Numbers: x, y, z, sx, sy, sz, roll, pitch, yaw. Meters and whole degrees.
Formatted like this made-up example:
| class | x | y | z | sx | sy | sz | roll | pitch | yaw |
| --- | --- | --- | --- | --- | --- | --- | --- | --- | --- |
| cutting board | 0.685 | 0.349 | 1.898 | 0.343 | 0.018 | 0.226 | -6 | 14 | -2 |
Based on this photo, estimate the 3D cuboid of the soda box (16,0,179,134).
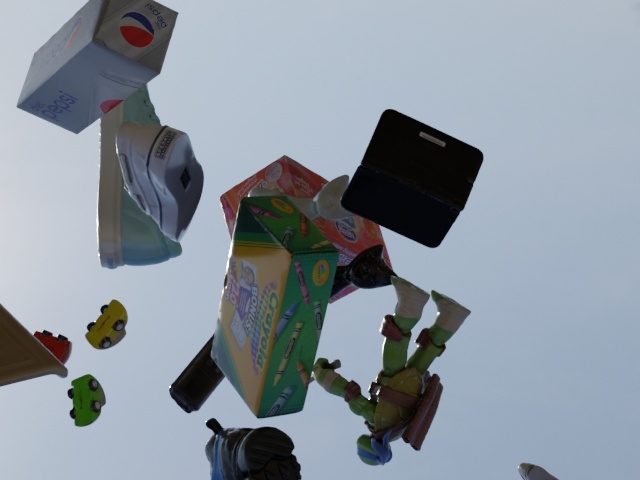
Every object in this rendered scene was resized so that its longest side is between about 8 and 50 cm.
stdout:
| class | x | y | z | sx | sy | sz | roll | pitch | yaw |
| --- | --- | --- | --- | --- | --- | --- | --- | --- | --- |
| soda box | -0.291 | -0.228 | 1.625 | 0.098 | 0.091 | 0.286 | 24 | 157 | -26 |

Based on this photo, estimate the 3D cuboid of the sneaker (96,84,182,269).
| class | x | y | z | sx | sy | sz | roll | pitch | yaw |
| --- | --- | --- | --- | --- | --- | --- | --- | --- | --- |
| sneaker | -0.262 | -0.129 | 1.944 | 0.150 | 0.366 | 0.135 | 0 | 164 | -6 |

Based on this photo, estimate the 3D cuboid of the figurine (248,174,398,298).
| class | x | y | z | sx | sy | sz | roll | pitch | yaw |
| --- | --- | --- | --- | --- | --- | --- | --- | --- | --- |
| figurine | 0.000 | 0.000 | 2.025 | 0.209 | 0.215 | 0.092 | -12 | -155 | 32 |

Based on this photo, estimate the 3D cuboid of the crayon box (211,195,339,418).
| class | x | y | z | sx | sy | sz | roll | pitch | yaw |
| --- | --- | --- | --- | --- | --- | --- | --- | --- | --- |
| crayon box | -0.070 | 0.095 | 1.820 | 0.081 | 0.278 | 0.165 | -4 | -149 | -31 |

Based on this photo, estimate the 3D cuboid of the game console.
| class | x | y | z | sx | sy | sz | roll | pitch | yaw |
| --- | --- | --- | --- | --- | --- | --- | --- | --- | --- |
| game console | 0.099 | -0.067 | 1.376 | 0.122 | 0.107 | 0.071 | 24 | 166 | -5 |

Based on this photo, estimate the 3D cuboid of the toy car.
| class | x | y | z | sx | sy | sz | roll | pitch | yaw |
| --- | --- | --- | --- | --- | --- | --- | --- | --- | --- |
| toy car | -0.443 | 0.247 | 2.382 | 0.239 | 0.225 | 0.053 | -23 | 151 | 24 |

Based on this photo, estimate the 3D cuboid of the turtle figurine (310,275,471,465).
| class | x | y | z | sx | sy | sz | roll | pitch | yaw |
| --- | --- | --- | --- | --- | --- | --- | --- | --- | --- |
| turtle figurine | 0.091 | 0.184 | 1.893 | 0.198 | 0.266 | 0.274 | 25 | -174 | -4 |

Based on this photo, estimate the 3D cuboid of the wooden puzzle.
| class | x | y | z | sx | sy | sz | roll | pitch | yaw |
| --- | --- | --- | --- | --- | --- | --- | --- | --- | --- |
| wooden puzzle | -0.403 | 0.105 | 1.250 | 0.239 | 0.044 | 0.221 | -7 | -151 | -40 |

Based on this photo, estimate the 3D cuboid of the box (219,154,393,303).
| class | x | y | z | sx | sy | sz | roll | pitch | yaw |
| --- | --- | --- | --- | --- | --- | --- | --- | --- | --- |
| box | -0.022 | -0.012 | 2.254 | 0.300 | 0.154 | 0.142 | 29 | -142 | -51 |

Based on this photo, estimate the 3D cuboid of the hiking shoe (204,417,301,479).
| class | x | y | z | sx | sy | sz | roll | pitch | yaw |
| --- | --- | --- | --- | --- | --- | --- | --- | --- | --- |
| hiking shoe | -0.083 | 0.390 | 1.694 | 0.113 | 0.304 | 0.132 | -8 | -174 | -40 |

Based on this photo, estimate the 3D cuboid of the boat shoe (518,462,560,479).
| class | x | y | z | sx | sy | sz | roll | pitch | yaw |
| --- | --- | --- | --- | --- | --- | --- | --- | --- | --- |
| boat shoe | 0.294 | 0.322 | 1.660 | 0.100 | 0.035 | 0.035 | 40 | 169 | -30 |

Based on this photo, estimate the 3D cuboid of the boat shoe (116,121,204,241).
| class | x | y | z | sx | sy | sz | roll | pitch | yaw |
| --- | --- | --- | --- | --- | --- | --- | --- | --- | --- |
| boat shoe | -0.204 | -0.081 | 1.594 | 0.084 | 0.095 | 0.258 | 21 | 156 | 8 |

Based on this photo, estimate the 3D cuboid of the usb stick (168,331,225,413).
| class | x | y | z | sx | sy | sz | roll | pitch | yaw |
| --- | --- | --- | --- | --- | --- | --- | --- | --- | --- |
| usb stick | -0.210 | 0.238 | 2.592 | 0.077 | 0.045 | 0.278 | 45 | -127 | -9 |
